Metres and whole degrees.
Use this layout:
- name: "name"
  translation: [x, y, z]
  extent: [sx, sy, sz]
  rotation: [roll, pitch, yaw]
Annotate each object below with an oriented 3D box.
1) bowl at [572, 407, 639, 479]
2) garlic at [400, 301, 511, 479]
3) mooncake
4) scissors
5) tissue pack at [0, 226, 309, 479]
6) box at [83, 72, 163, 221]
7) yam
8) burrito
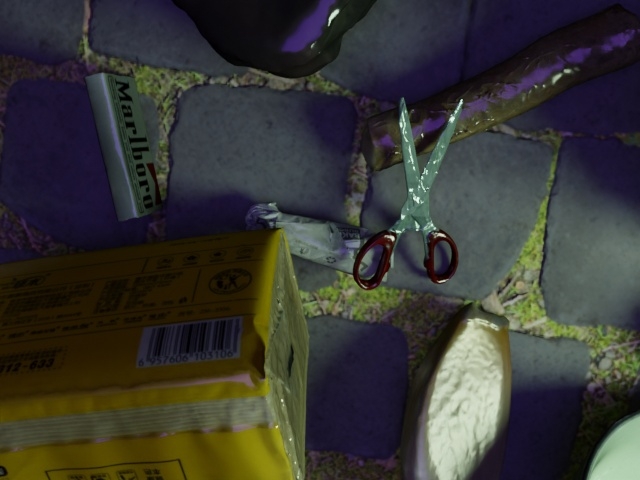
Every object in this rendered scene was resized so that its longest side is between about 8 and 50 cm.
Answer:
- name: "bowl"
  translation: [0.435, 0.392, 0.908]
  extent: [0.353, 0.354, 0.185]
  rotation: [19, 143, 2]
- name: "garlic"
  translation: [0.171, 0.235, 0.977]
  extent: [0.143, 0.112, 0.318]
  rotation: [10, 93, -20]
- name: "mooncake"
  translation: [-0.002, -0.383, 0.844]
  extent: [0.381, 0.212, 0.351]
  rotation: [-26, 91, 11]
- name: "scissors"
  translation: [0.118, -0.053, 0.927]
  extent: [0.144, 0.017, 0.248]
  rotation: [-4, 117, -19]
- name: "tissue pack"
  translation: [-0.214, 0.154, 0.889]
  extent: [0.381, 0.293, 0.228]
  rotation: [-7, 124, 5]
- name: "box"
  translation: [-0.245, -0.118, 0.954]
  extent: [0.036, 0.115, 0.177]
  rotation: [-10, 97, 5]
- name: "yam"
  translation: [0.213, -0.182, 0.927]
  extent: [0.356, 0.081, 0.081]
  rotation: [-22, 96, 7]
- name: "burrito"
  translation: [0.001, 0.000, 0.981]
  extent: [0.203, 0.064, 0.064]
  rotation: [17, 100, 1]
